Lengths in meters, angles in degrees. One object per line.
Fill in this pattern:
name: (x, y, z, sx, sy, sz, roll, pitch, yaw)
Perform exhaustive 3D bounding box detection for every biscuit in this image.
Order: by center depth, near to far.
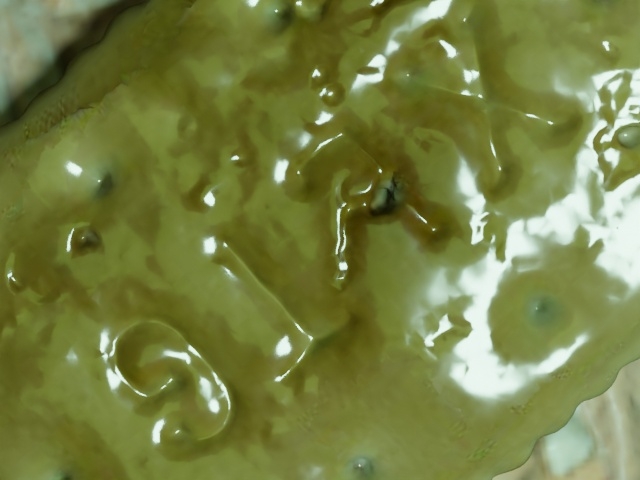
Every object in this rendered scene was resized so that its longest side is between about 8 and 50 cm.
biscuit: (0.000, 0.000, 0.540, 0.325, 0.044, 0.217, -41, 91, 7)
